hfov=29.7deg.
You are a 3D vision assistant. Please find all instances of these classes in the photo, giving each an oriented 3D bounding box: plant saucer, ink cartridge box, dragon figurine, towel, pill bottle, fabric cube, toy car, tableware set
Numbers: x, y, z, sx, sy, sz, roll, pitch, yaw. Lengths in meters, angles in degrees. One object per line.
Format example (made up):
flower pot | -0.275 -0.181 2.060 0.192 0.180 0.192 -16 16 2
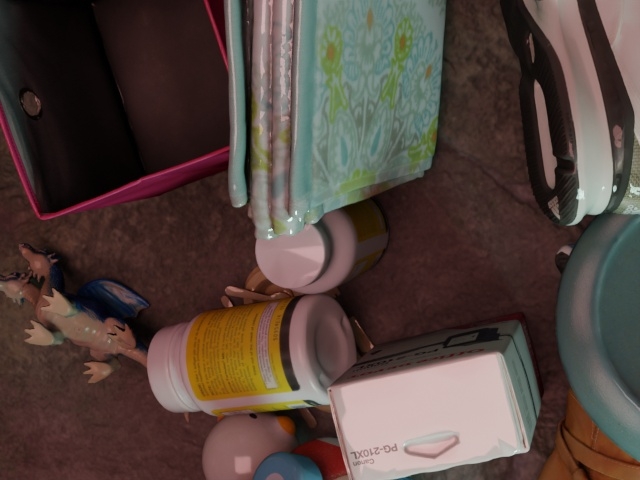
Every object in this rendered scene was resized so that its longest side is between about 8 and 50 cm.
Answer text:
plant saucer | 0.382 0.071 1.134 0.317 0.044 0.318 -3 71 9
ink cartridge box | 0.122 0.152 1.203 0.171 0.237 0.100 -14 92 15
dragon figurine | -0.260 0.098 1.425 0.289 0.144 0.085 27 104 -5
towel | 0.022 -0.211 1.142 0.090 0.320 0.375 11 108 26
pill bottle | 0.000 0.000 1.265 0.103 0.184 0.103 2 97 19
pill bottle | -0.077 0.128 1.307 0.208 0.119 0.119 -11 93 29
fabric cube | -0.168 -0.188 1.265 0.259 0.258 0.254 -19 91 21
toy car | -0.049 0.250 1.337 0.210 0.219 0.238 -46 52 19
tableware set | -0.021 0.110 1.364 0.128 0.039 0.194 -37 83 20

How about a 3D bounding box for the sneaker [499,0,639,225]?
sneaker | 0.317 -0.241 1.164 0.257 0.169 0.448 -4 81 -7

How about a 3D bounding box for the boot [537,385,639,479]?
boot | 0.325 0.281 1.179 0.283 0.109 0.220 34 121 53

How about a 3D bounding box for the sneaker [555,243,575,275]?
sneaker | 0.340 0.047 1.215 0.211 0.080 0.081 23 83 15
